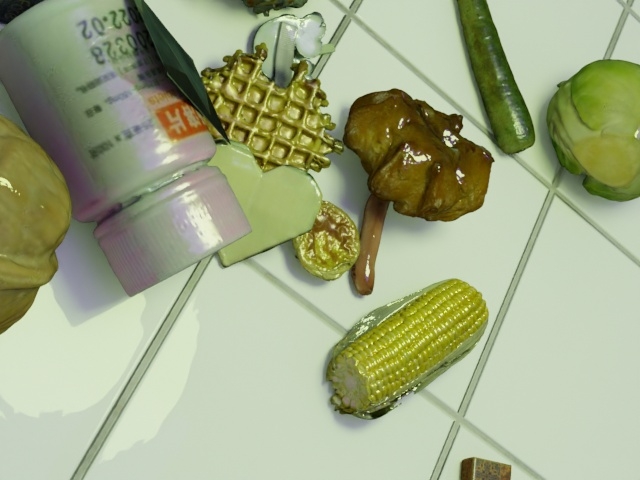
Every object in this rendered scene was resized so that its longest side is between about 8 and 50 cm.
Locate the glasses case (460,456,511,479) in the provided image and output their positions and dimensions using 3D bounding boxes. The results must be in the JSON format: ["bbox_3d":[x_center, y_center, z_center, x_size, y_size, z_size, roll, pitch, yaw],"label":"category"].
[{"bbox_3d":[0.252,0.456,1.760,0.075,0.049,0.218,16,67,-20],"label":"glasses case"}]

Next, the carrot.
[{"bbox_3d":[0.305,-0.327,2.021,0.074,0.074,0.358,-11,80,-34],"label":"carrot"}]

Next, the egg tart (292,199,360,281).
[{"bbox_3d":[0.000,0.000,1.741,0.130,0.052,0.130,9,72,-31],"label":"egg tart"}]

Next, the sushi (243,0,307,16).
[{"bbox_3d":[-0.106,-0.545,1.771,0.417,0.176,0.417,16,63,-34],"label":"sushi"}]

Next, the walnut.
[{"bbox_3d":[-0.440,-0.018,1.340,0.285,0.285,0.296,25,103,-23],"label":"walnut"}]

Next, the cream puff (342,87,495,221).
[{"bbox_3d":[0.160,-0.129,1.800,0.269,0.155,0.241,10,45,-35],"label":"cream puff"}]

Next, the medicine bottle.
[{"bbox_3d":[-0.265,-0.136,1.517,0.219,0.219,0.388,-28,90,-35],"label":"medicine bottle"}]

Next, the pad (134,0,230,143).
[{"bbox_3d":[-0.191,-0.239,1.539,0.004,0.243,0.163,-28,68,6],"label":"pad"}]

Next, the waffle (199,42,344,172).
[{"bbox_3d":[-0.092,-0.180,1.706,0.231,0.051,0.228,-26,95,-15],"label":"waffle"}]

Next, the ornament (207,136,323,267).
[{"bbox_3d":[-0.112,-0.044,1.658,0.201,0.059,0.180,22,96,-9],"label":"ornament"}]

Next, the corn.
[{"bbox_3d":[0.138,0.165,1.747,0.305,0.122,0.123,-28,119,-32],"label":"corn"}]

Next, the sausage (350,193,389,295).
[{"bbox_3d":[0.080,-0.001,1.799,0.043,0.043,0.186,24,63,-24],"label":"sausage"}]

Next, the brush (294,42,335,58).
[{"bbox_3d":[-0.012,-0.312,1.851,0.083,0.013,0.016,-17,82,-32],"label":"brush"}]

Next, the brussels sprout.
[{"bbox_3d":[0.539,-0.200,2.044,0.259,0.227,0.294,46,32,-4],"label":"brussels sprout"}]

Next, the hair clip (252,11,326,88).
[{"bbox_3d":[-0.054,-0.295,1.793,0.116,0.049,0.172,14,72,-22],"label":"hair clip"}]

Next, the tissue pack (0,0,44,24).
[{"bbox_3d":[-0.427,-0.341,1.541,0.156,0.112,0.051,9,71,-29],"label":"tissue pack"}]
